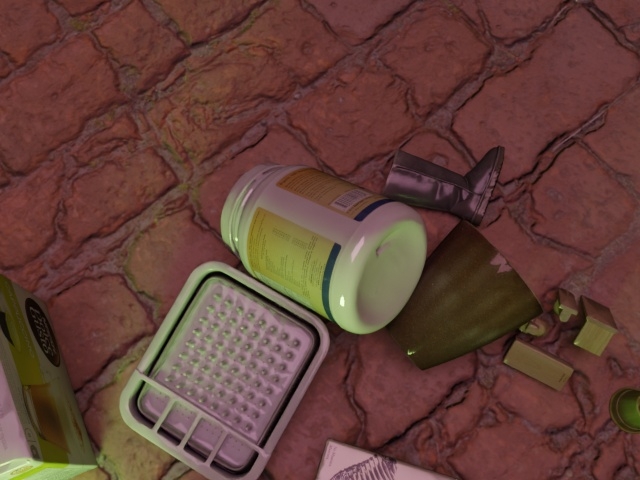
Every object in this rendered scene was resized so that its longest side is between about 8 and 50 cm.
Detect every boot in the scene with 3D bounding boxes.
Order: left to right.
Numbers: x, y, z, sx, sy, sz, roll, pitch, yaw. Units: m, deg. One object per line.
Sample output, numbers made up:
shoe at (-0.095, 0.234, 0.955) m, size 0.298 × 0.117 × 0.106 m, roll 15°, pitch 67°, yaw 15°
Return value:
boot at (0.246, -0.136, 1.349) m, size 0.208 × 0.076 × 0.190 m, roll 21°, pitch 72°, yaw 14°

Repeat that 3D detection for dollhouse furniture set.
dollhouse furniture set at (0.443, 0.176, 1.265) m, size 0.144 × 0.123 × 0.151 m, roll 27°, pitch 110°, yaw 9°

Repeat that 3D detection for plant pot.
plant pot at (0.235, 0.117, 1.208) m, size 0.230 × 0.215 × 0.215 m, roll -40°, pitch 76°, yaw 4°
plant pot at (0.569, 0.298, 1.198) m, size 0.083 × 0.079 × 0.083 m, roll 0°, pitch 72°, yaw 1°

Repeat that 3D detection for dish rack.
dish rack at (-0.164, 0.233, 1.202) m, size 0.285 × 0.072 × 0.333 m, roll 29°, pitch 88°, yaw 10°

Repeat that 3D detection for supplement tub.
supplement tub at (0.000, 0.000, 1.174) m, size 0.316 × 0.228 × 0.228 m, roll 26°, pitch 73°, yaw 36°

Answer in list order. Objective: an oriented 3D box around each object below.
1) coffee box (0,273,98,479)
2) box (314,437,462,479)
coffee box at (-0.608, 0.270, 1.082) m, size 0.338 × 0.334 × 0.338 m, roll -23°, pitch 73°, yaw -9°
box at (0.127, 0.430, 1.152) m, size 0.274 × 0.094 × 0.113 m, roll 15°, pitch 73°, yaw 6°
